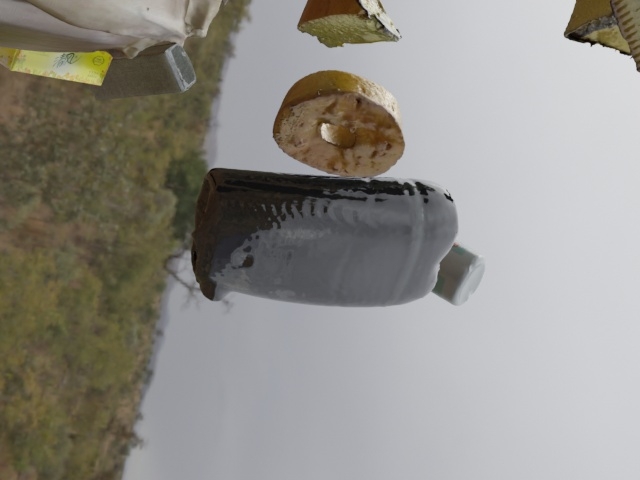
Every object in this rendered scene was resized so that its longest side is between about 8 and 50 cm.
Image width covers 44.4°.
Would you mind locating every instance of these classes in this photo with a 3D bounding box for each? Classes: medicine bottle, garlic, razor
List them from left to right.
[{"bbox_3d":[-0.241,-0.228,0.689,0.210,0.291,0.237,-59,-135,28],"label":"garlic"},{"bbox_3d":[0.001,0.001,1.048,0.114,0.348,0.205,-103,-160,-47],"label":"razor"},{"bbox_3d":[0.151,-0.003,1.538,0.110,0.351,0.110,-38,145,-33],"label":"medicine bottle"}]

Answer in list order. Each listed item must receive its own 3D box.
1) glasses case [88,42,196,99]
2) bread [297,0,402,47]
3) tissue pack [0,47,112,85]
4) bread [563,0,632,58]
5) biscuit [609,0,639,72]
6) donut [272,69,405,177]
[{"bbox_3d":[-0.296,-0.270,1.258,0.047,0.204,0.071,-52,132,-39],"label":"glasses case"},{"bbox_3d":[0.070,-0.423,1.393,0.160,0.140,0.169,24,-88,41],"label":"bread"},{"bbox_3d":[-0.367,-0.262,1.039,0.062,0.095,0.176,-61,162,14],"label":"tissue pack"},{"bbox_3d":[0.549,-0.428,1.489,0.152,0.127,0.147,2,-127,46],"label":"bread"},{"bbox_3d":[0.567,-0.354,1.144,0.254,0.172,0.029,-17,-142,29],"label":"biscuit"},{"bbox_3d":[0.043,-0.247,1.629,0.278,0.277,0.109,122,-19,-60],"label":"donut"}]
